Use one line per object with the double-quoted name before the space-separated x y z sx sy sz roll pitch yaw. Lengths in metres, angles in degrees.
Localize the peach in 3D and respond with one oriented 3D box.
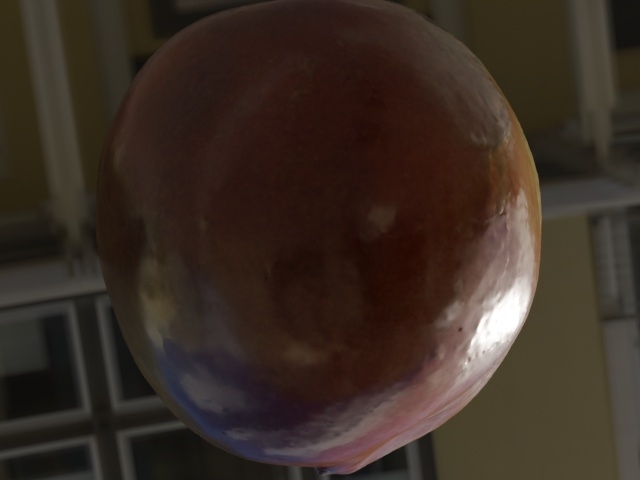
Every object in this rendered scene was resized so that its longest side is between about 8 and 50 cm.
"peach" 0.000 0.000 0.937 0.252 0.252 0.252 -7 -170 1
